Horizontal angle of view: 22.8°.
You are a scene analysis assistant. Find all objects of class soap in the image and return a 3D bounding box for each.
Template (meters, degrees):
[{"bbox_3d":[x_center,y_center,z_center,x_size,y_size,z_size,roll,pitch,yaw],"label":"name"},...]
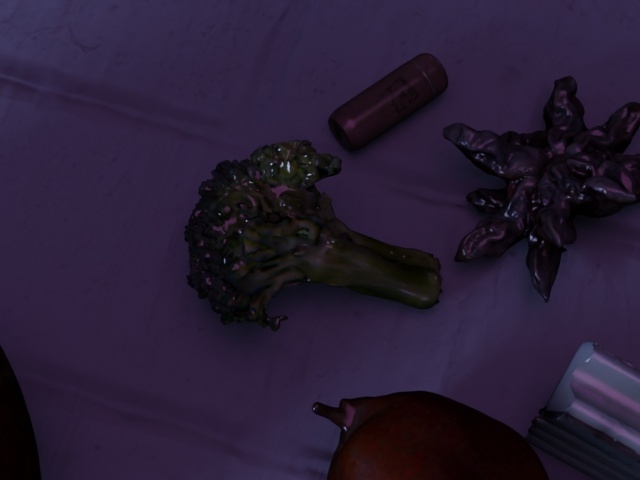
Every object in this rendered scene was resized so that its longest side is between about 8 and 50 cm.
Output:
[{"bbox_3d":[0.344,0.212,1.577,0.261,0.150,0.094,29,73,9],"label":"soap"}]

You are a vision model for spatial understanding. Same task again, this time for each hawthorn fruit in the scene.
[{"bbox_3d":[0.093,0.235,1.530,0.208,0.208,0.248,-42,83,-17],"label":"hawthorn fruit"}]

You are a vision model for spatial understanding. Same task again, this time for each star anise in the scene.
[{"bbox_3d":[0.259,-0.068,1.714,0.283,0.129,0.212,-30,55,-17],"label":"star anise"}]

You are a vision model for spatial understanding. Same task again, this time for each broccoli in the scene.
[{"bbox_3d":[-0.003,-0.018,1.648,0.275,0.198,0.177,-4,23,-10],"label":"broccoli"}]

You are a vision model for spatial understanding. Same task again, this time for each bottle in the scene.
[{"bbox_3d":[0.077,-0.155,1.773,0.140,0.053,0.053,-35,73,-15],"label":"bottle"}]

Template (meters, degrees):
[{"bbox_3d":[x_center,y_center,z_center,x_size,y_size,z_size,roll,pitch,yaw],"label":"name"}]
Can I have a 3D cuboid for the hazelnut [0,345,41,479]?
[{"bbox_3d":[-0.468,0.180,1.448,0.402,0.402,0.429,-33,61,-14],"label":"hazelnut"}]
